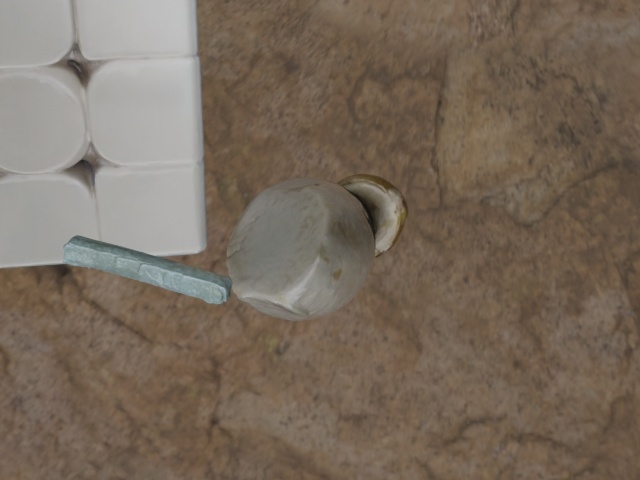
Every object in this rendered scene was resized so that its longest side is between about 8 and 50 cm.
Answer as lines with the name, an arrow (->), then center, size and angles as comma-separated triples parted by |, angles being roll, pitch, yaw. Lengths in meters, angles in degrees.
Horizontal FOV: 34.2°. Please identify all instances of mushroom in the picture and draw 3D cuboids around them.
mushroom -> 0.000, 0.000, 0.966 | 0.128, 0.350, 0.128 | 3, 100, 16

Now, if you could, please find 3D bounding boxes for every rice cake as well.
rice cake -> -0.121, 0.021, 0.734 | 0.121, 0.022, 0.021 | 15, 112, 1

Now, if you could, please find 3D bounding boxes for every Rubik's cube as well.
Rubik's cube -> -0.262, -0.167, 0.957 | 0.292, 0.290, 0.291 | -6, 122, -9
